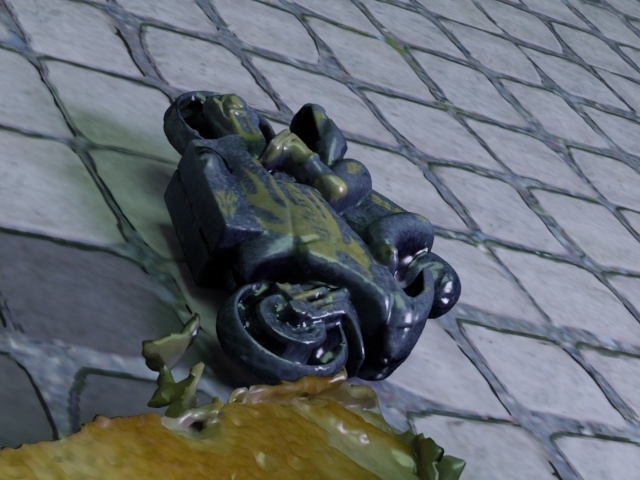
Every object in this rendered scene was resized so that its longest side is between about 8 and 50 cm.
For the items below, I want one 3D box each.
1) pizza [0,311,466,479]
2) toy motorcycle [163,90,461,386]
[{"bbox_3d":[-0.001,0.122,0.491,0.280,0.075,0.288,35,21,1],"label":"pizza"},{"bbox_3d":[0.000,0.000,0.750,0.124,0.061,0.193,12,34,-24],"label":"toy motorcycle"}]
